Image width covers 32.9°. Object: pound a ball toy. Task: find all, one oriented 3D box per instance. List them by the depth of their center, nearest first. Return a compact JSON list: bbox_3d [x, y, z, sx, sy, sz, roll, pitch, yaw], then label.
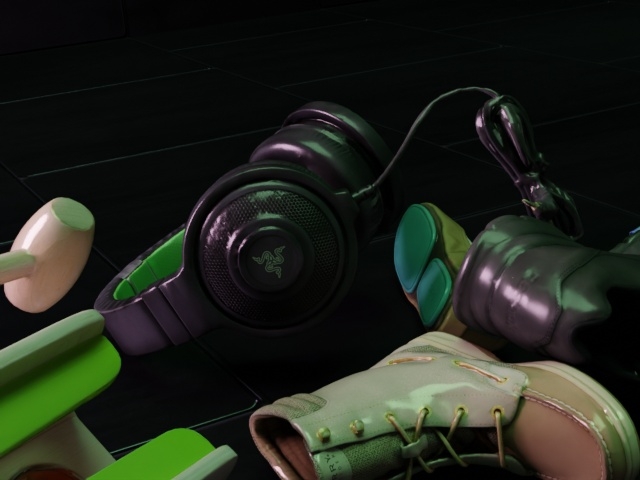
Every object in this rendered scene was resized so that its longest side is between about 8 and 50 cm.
[{"bbox_3d":[-0.202,0.127,0.578,0.208,0.136,0.319,43,38,14],"label":"pound a ball toy"}]

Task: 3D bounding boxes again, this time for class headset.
[{"bbox_3d":[0.000,0.000,0.872,0.394,0.185,0.243,-26,14,30],"label":"headset"}]

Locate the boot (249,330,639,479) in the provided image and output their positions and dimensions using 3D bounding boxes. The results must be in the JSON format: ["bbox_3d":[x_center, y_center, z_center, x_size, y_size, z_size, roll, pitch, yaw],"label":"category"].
[{"bbox_3d":[0.070,0.124,0.668,0.165,0.077,0.213,-16,18,-31],"label":"boot"}]

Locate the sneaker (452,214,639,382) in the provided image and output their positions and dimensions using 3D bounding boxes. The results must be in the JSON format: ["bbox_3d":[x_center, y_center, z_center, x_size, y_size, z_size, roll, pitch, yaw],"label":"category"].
[{"bbox_3d":[0.230,0.054,0.758,0.286,0.109,0.130,-1,23,-34],"label":"sneaker"}]

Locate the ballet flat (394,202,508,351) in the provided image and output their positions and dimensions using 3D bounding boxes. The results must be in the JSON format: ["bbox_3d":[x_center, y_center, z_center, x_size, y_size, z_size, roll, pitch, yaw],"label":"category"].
[{"bbox_3d":[0.113,0.035,0.936,0.073,0.080,0.232,22,20,-11],"label":"ballet flat"}]

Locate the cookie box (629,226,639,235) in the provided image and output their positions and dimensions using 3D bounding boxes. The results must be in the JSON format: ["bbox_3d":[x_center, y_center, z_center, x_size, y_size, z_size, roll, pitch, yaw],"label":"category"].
[{"bbox_3d":[0.348,0.008,0.978,0.107,0.040,0.092,15,27,41],"label":"cookie box"}]
